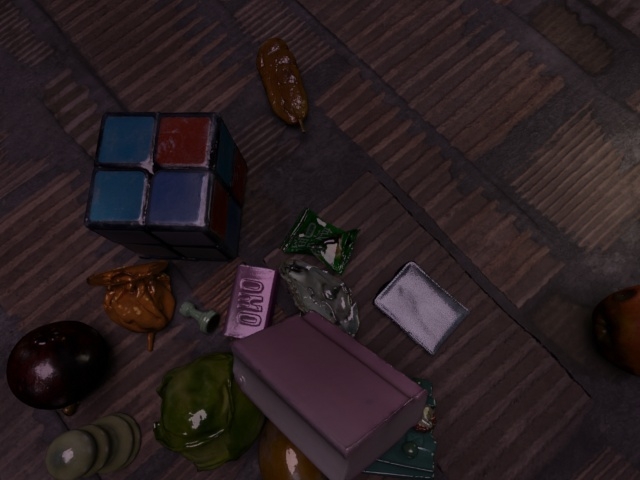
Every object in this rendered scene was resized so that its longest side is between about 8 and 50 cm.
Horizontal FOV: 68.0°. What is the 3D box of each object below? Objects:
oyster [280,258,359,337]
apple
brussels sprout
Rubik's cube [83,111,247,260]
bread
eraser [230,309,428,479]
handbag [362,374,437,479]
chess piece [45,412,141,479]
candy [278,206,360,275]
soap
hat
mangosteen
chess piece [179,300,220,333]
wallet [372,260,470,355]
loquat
[{"bbox_3d":[-0.009,0.160,1.275,0.251,0.087,0.200,15,66,1],"label":"oyster"},{"bbox_3d":[0.779,0.216,1.138,0.229,0.230,0.230,-1,74,4],"label":"apple"},{"bbox_3d":[-0.259,0.402,1.131,0.226,0.260,0.294,-5,28,23],"label":"brussels sprout"},{"bbox_3d":[-0.390,-0.133,1.269,0.315,0.313,0.319,1,75,5],"label":"Rubik's cube"},{"bbox_3d":[-0.106,-0.472,1.466,0.124,0.084,0.344,-26,73,20],"label":"bread"},{"bbox_3d":[0.009,0.313,1.036,0.359,0.123,0.272,28,33,37],"label":"eraser"},{"bbox_3d":[0.133,0.407,1.112,0.273,0.269,0.100,7,118,9],"label":"handbag"},{"bbox_3d":[-0.550,0.496,1.133,0.144,0.251,0.145,-1,74,5],"label":"chess piece"},{"bbox_3d":[0.000,0.003,1.327,0.203,0.078,0.141,24,66,22],"label":"candy"},{"bbox_3d":[-0.186,0.172,1.296,0.122,0.065,0.203,8,74,6],"label":"soap"},{"bbox_3d":[-0.498,0.194,1.289,0.244,0.233,0.234,-8,100,13],"label":"hat"},{"bbox_3d":[-0.662,0.344,1.224,0.235,0.236,0.262,-1,117,4],"label":"mangosteen"},{"bbox_3d":[-0.335,0.206,1.302,0.103,0.067,0.067,23,77,19],"label":"chess piece"},{"bbox_3d":[0.268,0.176,1.279,0.222,0.036,0.167,41,80,12],"label":"wallet"},{"bbox_3d":[-0.062,0.509,1.133,0.179,0.179,0.228,-21,69,-2],"label":"loquat"}]
